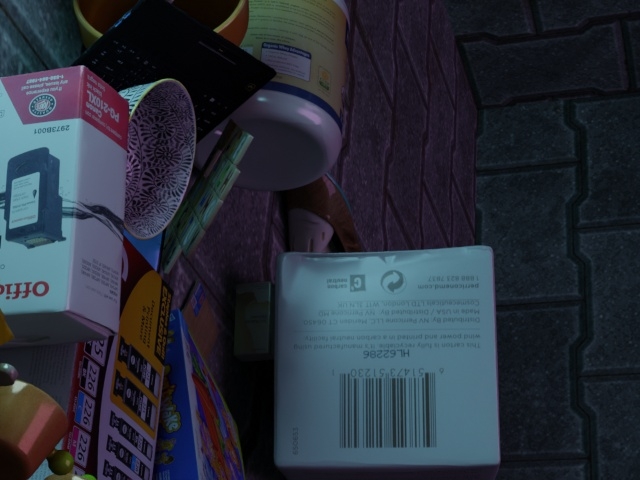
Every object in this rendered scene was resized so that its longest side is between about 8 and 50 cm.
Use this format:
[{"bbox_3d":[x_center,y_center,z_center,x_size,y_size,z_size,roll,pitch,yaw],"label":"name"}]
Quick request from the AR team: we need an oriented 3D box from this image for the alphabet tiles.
[{"bbox_3d":[-0.144,-0.051,1.588,0.198,0.009,0.237,-59,-166,4],"label":"alphabet tiles"}]

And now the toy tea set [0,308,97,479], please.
[{"bbox_3d":[-0.268,0.123,1.021,0.124,0.200,0.336,-66,148,-43],"label":"toy tea set"}]

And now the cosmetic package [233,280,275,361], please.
[{"bbox_3d":[-0.097,0.123,1.968,0.041,0.060,0.115,47,39,-63],"label":"cosmetic package"}]

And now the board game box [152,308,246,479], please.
[{"bbox_3d":[-0.149,0.283,1.525,0.347,0.078,0.233,-105,176,-50],"label":"board game box"}]

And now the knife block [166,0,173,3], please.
[{"bbox_3d":[-0.201,-0.402,1.460,0.242,0.088,0.276,50,62,-9],"label":"knife block"}]

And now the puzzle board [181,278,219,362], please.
[{"bbox_3d":[-0.174,0.128,1.795,0.128,0.011,0.096,-72,150,-55],"label":"puzzle board"}]

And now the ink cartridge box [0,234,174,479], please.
[{"bbox_3d":[-0.246,0.165,1.335,0.272,0.130,0.309,58,31,-58],"label":"ink cartridge box"}]

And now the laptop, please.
[{"bbox_3d":[-0.187,-0.106,1.449,0.234,0.264,0.136,25,31,-54],"label":"laptop"}]

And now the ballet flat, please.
[{"bbox_3d":[0.000,0.000,2.289,0.124,0.116,0.342,-64,154,-25],"label":"ballet flat"}]

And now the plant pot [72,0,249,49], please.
[{"bbox_3d":[-0.186,-0.237,1.582,0.188,0.205,0.205,89,8,-52],"label":"plant pot"}]

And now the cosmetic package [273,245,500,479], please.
[{"bbox_3d":[0.107,0.219,2.032,0.393,0.330,0.327,77,12,-72],"label":"cosmetic package"}]

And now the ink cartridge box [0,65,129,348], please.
[{"bbox_3d":[-0.279,-0.027,1.206,0.100,0.172,0.237,42,46,-64],"label":"ink cartridge box"}]

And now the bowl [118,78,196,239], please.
[{"bbox_3d":[-0.202,-0.091,1.346,0.170,0.080,0.170,13,90,-70],"label":"bowl"}]

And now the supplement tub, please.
[{"bbox_3d":[-0.075,-0.255,1.861,0.228,0.228,0.316,58,31,-56],"label":"supplement tub"}]
